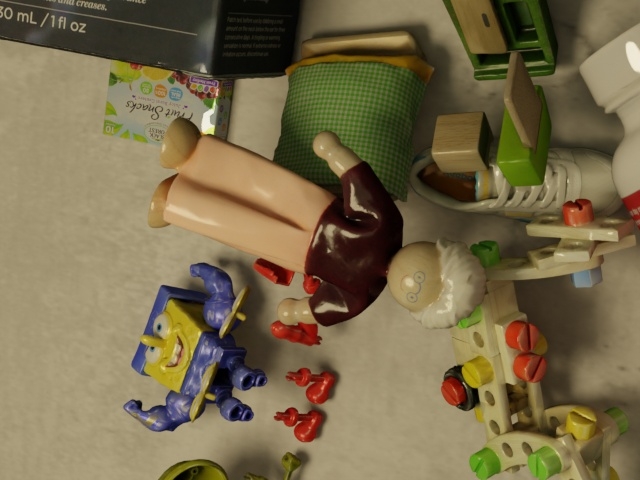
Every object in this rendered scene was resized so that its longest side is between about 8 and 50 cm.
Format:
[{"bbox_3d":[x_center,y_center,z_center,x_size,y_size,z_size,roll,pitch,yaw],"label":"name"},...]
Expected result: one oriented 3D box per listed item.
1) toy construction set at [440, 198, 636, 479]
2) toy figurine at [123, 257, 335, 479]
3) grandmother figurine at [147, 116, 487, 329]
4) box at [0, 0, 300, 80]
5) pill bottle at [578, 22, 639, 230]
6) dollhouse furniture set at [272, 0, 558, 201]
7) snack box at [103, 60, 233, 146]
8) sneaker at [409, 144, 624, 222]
[{"bbox_3d":[0.217,0.117,1.434,0.215,0.151,0.327,16,109,55],"label":"toy construction set"},{"bbox_3d":[-0.130,0.157,1.631,0.217,0.191,0.362,34,109,44],"label":"toy figurine"},{"bbox_3d":[0.000,0.000,1.406,0.342,0.104,0.207,21,126,14],"label":"grandmother figurine"},{"bbox_3d":[-0.173,-0.387,1.500,0.294,0.212,0.395,12,101,20],"label":"box"},{"bbox_3d":[0.415,-0.030,1.313,0.229,0.229,0.407,-32,86,22],"label":"pill bottle"},{"bbox_3d":[0.071,-0.160,1.426,0.302,0.151,0.197,-2,55,23],"label":"dollhouse furniture set"},{"bbox_3d":[-0.174,-0.157,1.627,0.141,0.037,0.100,12,103,19],"label":"snack box"},{"bbox_3d":[0.202,-0.056,1.466,0.229,0.092,0.087,4,97,20],"label":"sneaker"}]
